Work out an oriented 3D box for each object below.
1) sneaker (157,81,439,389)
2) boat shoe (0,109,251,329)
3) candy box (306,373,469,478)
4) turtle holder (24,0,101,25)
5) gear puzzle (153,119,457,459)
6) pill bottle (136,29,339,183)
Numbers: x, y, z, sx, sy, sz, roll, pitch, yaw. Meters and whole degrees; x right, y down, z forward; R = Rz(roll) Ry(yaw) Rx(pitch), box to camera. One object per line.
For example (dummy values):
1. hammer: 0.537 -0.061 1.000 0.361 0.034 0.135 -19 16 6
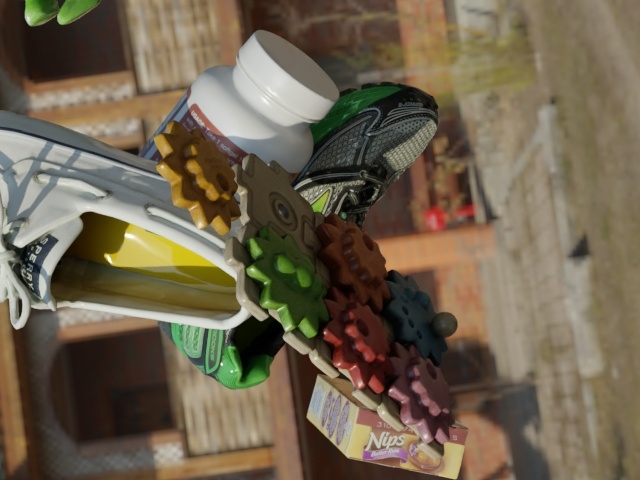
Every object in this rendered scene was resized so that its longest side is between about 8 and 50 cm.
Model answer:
1. sneaker: 0.000 0.000 1.354 0.134 0.343 0.146 28 -166 -51
2. boat shoe: -0.213 0.004 1.135 0.156 0.367 0.136 -61 -16 -58
3. candy box: 0.060 0.176 1.375 0.187 0.109 0.053 -168 91 -78
4. turtle holder: -0.228 -0.365 1.370 0.227 0.243 0.320 54 -141 -6
5. gear puzzle: 0.001 0.014 1.073 0.339 0.044 0.175 41 -149 -32
6. pill bottle: -0.084 -0.071 1.242 0.121 0.216 0.121 35 -159 -15
